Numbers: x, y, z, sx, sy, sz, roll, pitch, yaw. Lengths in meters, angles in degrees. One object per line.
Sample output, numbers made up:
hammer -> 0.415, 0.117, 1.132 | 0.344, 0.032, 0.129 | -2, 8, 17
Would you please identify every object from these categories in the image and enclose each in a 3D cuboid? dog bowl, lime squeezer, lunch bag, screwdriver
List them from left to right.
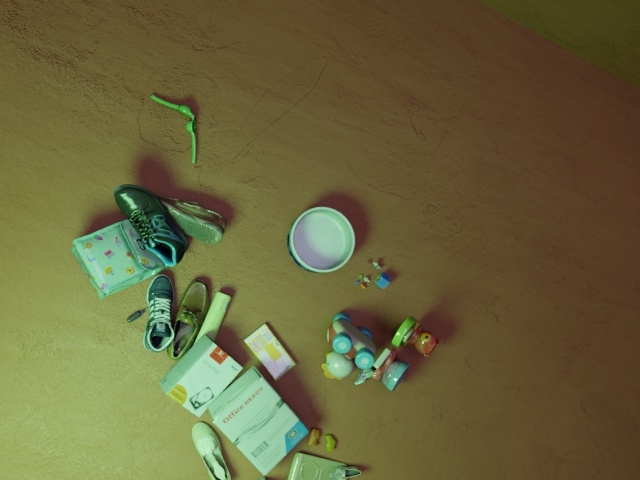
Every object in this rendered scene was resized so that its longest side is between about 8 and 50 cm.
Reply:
lunch bag -> -0.711, 0.054, 1.694 | 0.262, 0.160, 0.223 | -29, 87, -34
screwdriver -> -0.643, 0.254, 1.761 | 0.170, 0.025, 0.024 | -33, 92, -25
lime squeezer -> -0.539, -0.462, 1.855 | 0.110, 0.059, 0.310 | -33, 93, -17
dog bowl -> 0.000, 0.000, 1.917 | 0.265, 0.104, 0.264 | 2, 83, -15

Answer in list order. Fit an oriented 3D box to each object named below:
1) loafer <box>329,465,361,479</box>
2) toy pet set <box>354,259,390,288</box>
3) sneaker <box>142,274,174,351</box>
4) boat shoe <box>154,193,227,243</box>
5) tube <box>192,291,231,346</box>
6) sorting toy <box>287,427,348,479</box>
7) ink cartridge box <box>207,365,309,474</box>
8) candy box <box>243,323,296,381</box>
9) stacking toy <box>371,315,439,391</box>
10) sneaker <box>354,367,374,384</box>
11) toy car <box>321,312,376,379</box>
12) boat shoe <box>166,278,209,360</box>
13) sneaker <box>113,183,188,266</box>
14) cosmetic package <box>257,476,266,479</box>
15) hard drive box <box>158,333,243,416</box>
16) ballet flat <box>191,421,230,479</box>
loafer -> 0.098, 0.904, 1.834 | 0.125, 0.039, 0.045 | 1, 77, -20
toy pet set -> 0.228, 0.156, 1.979 | 0.114, 0.065, 0.122 | 34, 76, -9
sneaker -> -0.574, 0.264, 1.695 | 0.099, 0.153, 0.281 | 9, 83, -26
boat shoe -> -0.509, -0.096, 1.799 | 0.325, 0.123, 0.116 | 26, 43, -2
tube -> -0.412, 0.314, 1.789 | 0.070, 0.062, 0.240 | 22, 78, -8
sorting toy -> -0.010, 0.909, 1.839 | 0.229, 0.041, 0.307 | 21, 72, -15
ink cartridge box -> -0.227, 0.654, 1.724 | 0.223, 0.129, 0.307 | -40, 110, -15
candy box -> -0.198, 0.438, 1.849 | 0.105, 0.027, 0.205 | -37, 93, -14
stacking toy -> 0.341, 0.452, 1.855 | 0.130, 0.279, 0.309 | 33, 78, 22
sneaker -> 0.168, 0.541, 1.932 | 0.098, 0.038, 0.069 | -27, 89, -26
toy car -> 0.078, 0.451, 1.862 | 0.210, 0.219, 0.238 | 36, 104, -8
boat shoe -> -0.483, 0.294, 1.749 | 0.111, 0.104, 0.307 | 15, 79, -13
sneaker -> -0.599, -0.053, 1.678 | 0.125, 0.139, 0.340 | -30, 118, 15
cosmetic package -> -0.194, 1.014, 1.728 | 0.107, 0.127, 0.237 | -25, 88, -17
hard drive box -> -0.431, 0.489, 1.712 | 0.232, 0.089, 0.181 | -49, 125, -15
ballet flat -> -0.396, 0.786, 1.724 | 0.086, 0.086, 0.248 | -26, 90, -17
